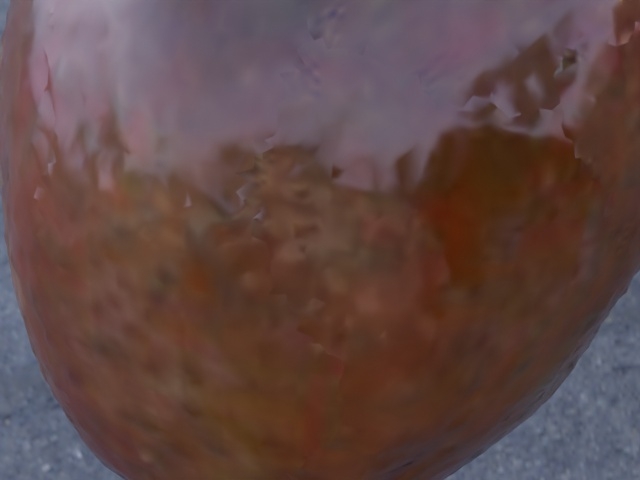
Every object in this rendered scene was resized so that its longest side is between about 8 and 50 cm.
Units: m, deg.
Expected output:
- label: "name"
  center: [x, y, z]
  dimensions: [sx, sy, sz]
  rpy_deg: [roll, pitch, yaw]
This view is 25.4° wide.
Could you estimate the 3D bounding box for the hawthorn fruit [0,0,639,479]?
- label: "hawthorn fruit"
  center: [0.000, 0.000, 0.453]
  dimensions: [0.210, 0.262, 0.210]
  rpy_deg: [6, 22, -3]
